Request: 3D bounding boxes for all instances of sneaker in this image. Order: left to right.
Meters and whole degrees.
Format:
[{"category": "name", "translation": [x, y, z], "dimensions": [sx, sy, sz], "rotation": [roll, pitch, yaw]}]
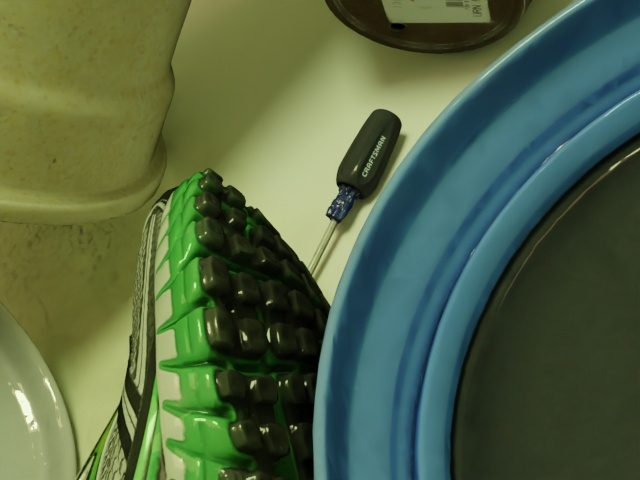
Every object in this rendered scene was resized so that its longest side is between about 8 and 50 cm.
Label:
[{"category": "sneaker", "translation": [-0.065, 0.113, 0.396], "dimensions": [0.146, 0.134, 0.343], "rotation": [-19, 46, 23]}]

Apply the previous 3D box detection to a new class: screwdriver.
[{"category": "screwdriver", "translation": [0.000, 0.000, 0.528], "dimensions": [0.024, 0.025, 0.169], "rotation": [10, 61, 41]}]

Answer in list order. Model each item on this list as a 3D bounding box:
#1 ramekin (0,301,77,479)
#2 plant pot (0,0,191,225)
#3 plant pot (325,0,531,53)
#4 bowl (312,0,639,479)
[{"category": "ramekin", "translation": [-0.230, 0.099, 0.484], "dimensions": [0.109, 0.207, 0.207], "rotation": [-37, 41, 18]}, {"category": "plant pot", "translation": [-0.172, -0.228, 0.542], "dimensions": [0.305, 0.334, 0.334], "rotation": [-58, 37, 20]}, {"category": "plant pot", "translation": [0.072, -0.231, 0.561], "dimensions": [0.215, 0.215, 0.230], "rotation": [-4, 66, 33]}, {"category": "bowl", "translation": [0.183, 0.034, 0.327], "dimensions": [0.391, 0.077, 0.391], "rotation": [-19, 45, 21]}]
